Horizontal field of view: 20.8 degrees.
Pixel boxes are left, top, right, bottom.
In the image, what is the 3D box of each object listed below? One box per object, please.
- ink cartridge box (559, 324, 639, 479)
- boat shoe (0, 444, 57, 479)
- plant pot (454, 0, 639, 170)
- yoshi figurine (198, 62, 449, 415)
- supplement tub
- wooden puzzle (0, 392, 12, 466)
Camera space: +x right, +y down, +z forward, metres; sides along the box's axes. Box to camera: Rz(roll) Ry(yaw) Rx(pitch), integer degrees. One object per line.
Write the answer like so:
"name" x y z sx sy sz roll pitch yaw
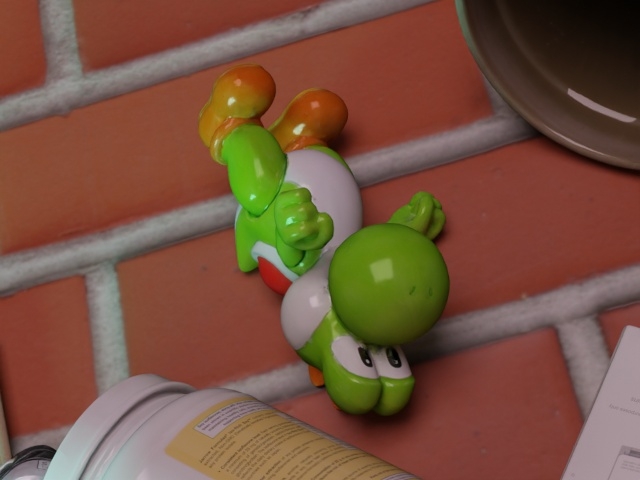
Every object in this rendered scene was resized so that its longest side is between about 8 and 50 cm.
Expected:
"ink cartridge box" 0.255 0.244 1.368 0.117 0.207 0.283 15 64 27
"boat shoe" -0.320 0.325 1.546 0.335 0.121 0.119 -48 11 4
"plant pot" 0.330 -0.272 1.655 0.323 0.323 0.280 18 47 26
"yoshi figurine" 0.022 -0.016 1.622 0.203 0.203 0.362 -20 57 -5
"supplement tub" -0.047 0.264 1.424 0.331 0.241 0.241 23 67 28
"wooden puzzle" -0.404 0.217 1.689 0.221 0.044 0.239 -21 50 3
